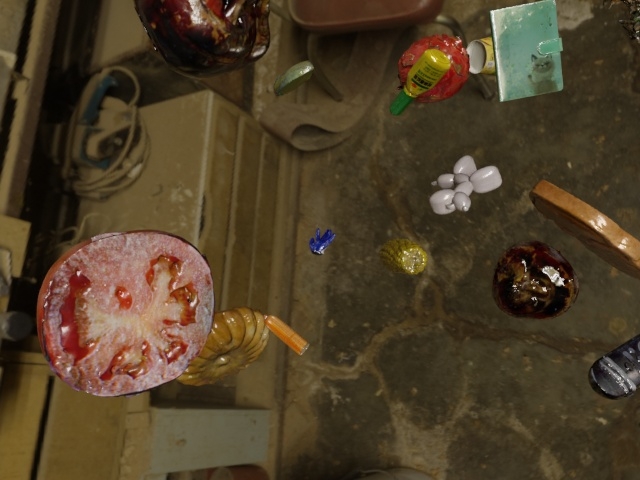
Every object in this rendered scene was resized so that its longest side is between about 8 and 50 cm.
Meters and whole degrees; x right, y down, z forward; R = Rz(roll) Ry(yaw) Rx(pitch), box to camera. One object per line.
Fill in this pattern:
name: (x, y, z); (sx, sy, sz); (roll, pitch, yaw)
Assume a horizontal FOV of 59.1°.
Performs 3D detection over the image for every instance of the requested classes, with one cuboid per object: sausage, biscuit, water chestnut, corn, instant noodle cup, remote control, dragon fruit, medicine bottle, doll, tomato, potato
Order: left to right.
tomato: (-0.246, 0.085, 0.724); (0.085, 0.225, 0.225); (15, 84, 55)
water chestnut: (-0.220, -0.450, 1.077); (0.244, 0.289, 0.289); (-31, 62, 1)
biscuit: (-0.289, 0.315, 1.618); (0.326, 0.326, 0.107); (-40, 61, 16)
sausage: (-0.068, 0.174, 1.066); (0.107, 0.031, 0.031); (35, 96, 23)
potato: (-0.083, -0.501, 1.721); (0.119, 0.198, 0.054); (-28, 95, -20)
corn: (0.267, 0.050, 1.832); (0.120, 0.363, 0.120); (0, 91, -5)
medicine bottle: (0.302, -0.491, 1.780); (0.260, 0.095, 0.064); (-46, 24, 52)
dragon fruit: (0.384, -0.582, 1.919); (0.252, 0.241, 0.241); (-28, 59, -14)
doll: (0.310, -0.117, 1.248); (0.160, 0.059, 0.161); (-32, 31, -5)
instant noodle cup: (0.595, -0.653, 1.995); (0.151, 0.122, 0.151); (32, 127, 55)
water chestnut: (0.567, 0.117, 1.521); (0.223, 0.238, 0.224); (7, 104, 28)
biscuit: (0.747, -0.020, 1.541); (0.078, 0.455, 0.350); (-55, 19, 6)
remote control: (0.620, 0.257, 1.136); (0.090, 0.266, 0.066); (51, 141, 33)

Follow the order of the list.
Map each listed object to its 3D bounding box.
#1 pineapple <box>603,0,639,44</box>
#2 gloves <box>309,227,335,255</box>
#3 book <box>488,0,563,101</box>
pineapple: (0.940, -0.676, 1.610); (0.262, 0.262, 0.272); (-25, 106, 23)
gloves: (0.000, 0.000, 1.470); (0.064, 0.026, 0.086); (12, 56, 34)
book: (0.315, -0.287, 0.855); (0.103, 0.017, 0.135); (-10, 102, 4)
